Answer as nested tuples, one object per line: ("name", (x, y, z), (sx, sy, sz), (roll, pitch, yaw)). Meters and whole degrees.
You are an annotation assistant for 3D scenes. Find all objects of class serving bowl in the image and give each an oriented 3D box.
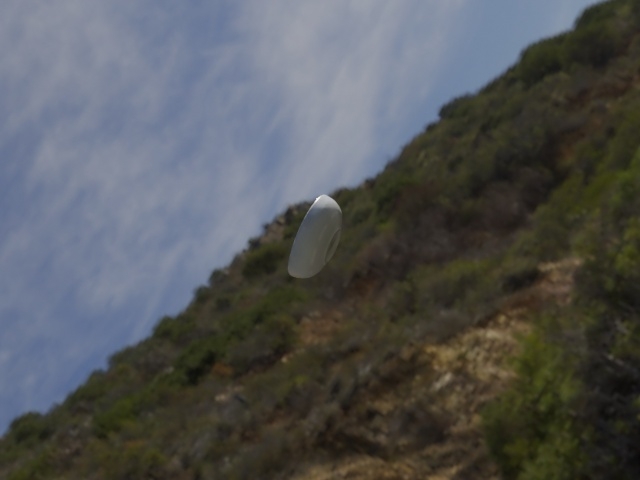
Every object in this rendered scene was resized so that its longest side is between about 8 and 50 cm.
("serving bowl", (0.000, 0.000, 1.106), (0.083, 0.027, 0.083), (-60, -16, -29))
